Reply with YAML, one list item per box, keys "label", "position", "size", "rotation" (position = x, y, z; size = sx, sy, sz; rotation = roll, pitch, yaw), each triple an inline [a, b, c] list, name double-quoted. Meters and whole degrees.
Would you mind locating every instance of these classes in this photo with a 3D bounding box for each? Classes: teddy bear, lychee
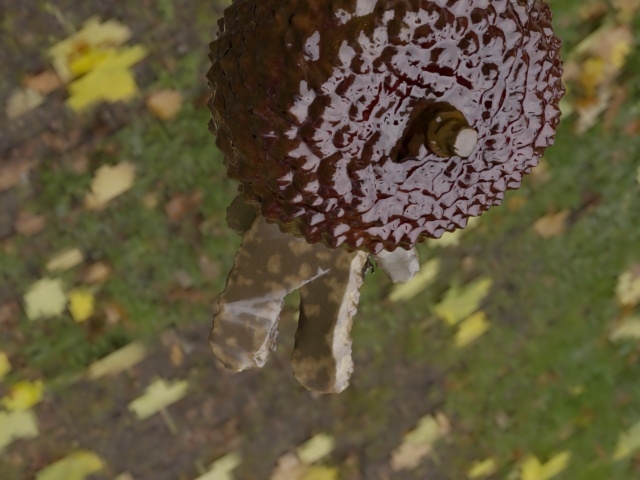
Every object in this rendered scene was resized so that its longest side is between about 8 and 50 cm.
- label: "teddy bear"
  position: [-0.001, 0.009, 2.194]
  size: [0.222, 0.246, 0.296]
  rotation: [-20, 122, -67]
- label: "lychee"
  position: [0.043, -0.127, 1.413]
  size: [0.275, 0.304, 0.276]
  rotation: [-8, 115, -17]
